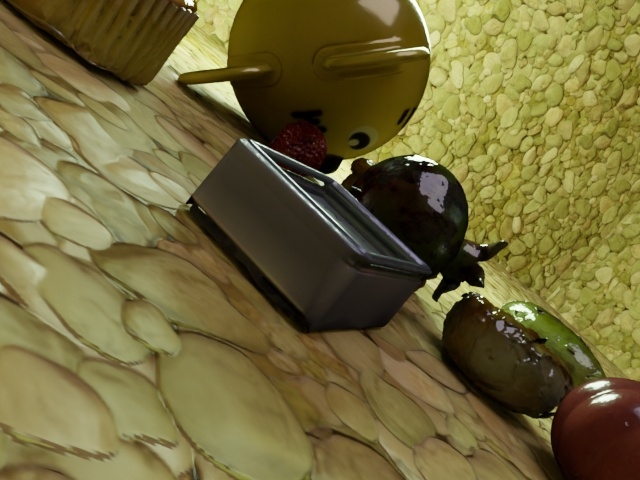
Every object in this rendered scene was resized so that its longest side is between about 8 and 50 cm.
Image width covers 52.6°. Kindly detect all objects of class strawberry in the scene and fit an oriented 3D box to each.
[{"bbox_3d":[-0.036,-0.131,0.943,0.083,0.083,0.096,40,44,0],"label":"strawberry"}]

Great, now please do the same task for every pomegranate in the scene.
[{"bbox_3d":[0.100,-0.006,0.685,0.169,0.148,0.148,48,11,-4],"label":"pomegranate"}]

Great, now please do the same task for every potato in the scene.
[{"bbox_3d":[0.349,0.167,0.981,0.117,0.090,0.225,27,13,-33],"label":"potato"}]

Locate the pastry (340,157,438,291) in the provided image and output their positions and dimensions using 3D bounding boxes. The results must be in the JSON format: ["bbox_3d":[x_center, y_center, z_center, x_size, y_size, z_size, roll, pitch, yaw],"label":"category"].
[{"bbox_3d":[0.090,-0.024,0.849,0.188,0.103,0.189,38,11,-9],"label":"pastry"}]

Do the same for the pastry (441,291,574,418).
[{"bbox_3d":[0.194,0.121,0.685,0.153,0.081,0.153,35,4,-2],"label":"pastry"}]

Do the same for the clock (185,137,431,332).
[{"bbox_3d":[-0.001,0.000,0.539,0.144,0.073,0.193,45,12,21],"label":"clock"}]

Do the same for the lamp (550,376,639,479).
[{"bbox_3d":[0.298,0.197,0.575,0.182,0.140,0.182,36,16,-12],"label":"lamp"}]

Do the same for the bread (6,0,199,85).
[{"bbox_3d":[-0.254,-0.285,0.691,0.250,0.133,0.179,40,15,8],"label":"bread"}]

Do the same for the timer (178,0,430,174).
[{"bbox_3d":[0.000,-0.283,1.048,0.376,0.376,0.387,40,26,-1],"label":"timer"}]
